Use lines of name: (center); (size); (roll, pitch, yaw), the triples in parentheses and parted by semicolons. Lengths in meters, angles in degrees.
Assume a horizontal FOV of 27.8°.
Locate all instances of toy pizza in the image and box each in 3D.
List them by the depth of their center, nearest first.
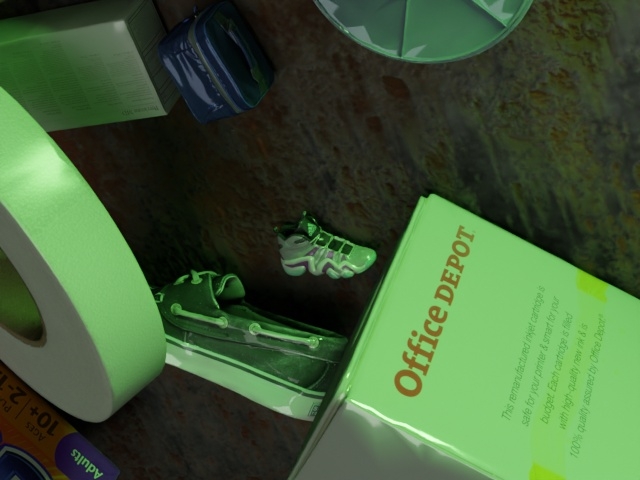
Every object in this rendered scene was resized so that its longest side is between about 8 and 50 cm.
toy pizza: (0.075, -0.231, 1.010); (0.201, 0.032, 0.201); (12, 130, 14)

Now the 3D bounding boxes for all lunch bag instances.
lunch bag: (-0.087, -0.156, 1.108); (0.065, 0.067, 0.098); (-17, 118, 30)

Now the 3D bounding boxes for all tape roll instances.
tape roll: (-0.296, -0.004, 1.182); (0.392, 0.072, 0.392); (38, 152, 24)

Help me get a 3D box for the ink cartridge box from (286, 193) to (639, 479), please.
ink cartridge box: (0.197, 0.168, 1.117); (0.384, 0.279, 0.160); (28, 132, -1)

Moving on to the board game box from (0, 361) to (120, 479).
board game box: (-0.512, 0.285, 1.377); (0.356, 0.356, 0.356); (46, 145, -16)

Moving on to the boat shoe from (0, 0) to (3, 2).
boat shoe: (-0.361, -0.335, 1.057); (0.110, 0.122, 0.341); (-28, 125, -7)

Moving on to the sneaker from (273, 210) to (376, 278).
sneaker: (0.000, 0.000, 1.217); (0.098, 0.038, 0.069); (-4, 126, 23)

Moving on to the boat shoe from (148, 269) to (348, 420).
boat shoe: (-0.114, 0.076, 1.289); (0.301, 0.108, 0.102); (22, 100, 20)

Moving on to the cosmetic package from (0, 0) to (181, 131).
cosmetic package: (-0.248, -0.154, 1.176); (0.239, 0.060, 0.099); (-5, 124, 25)
